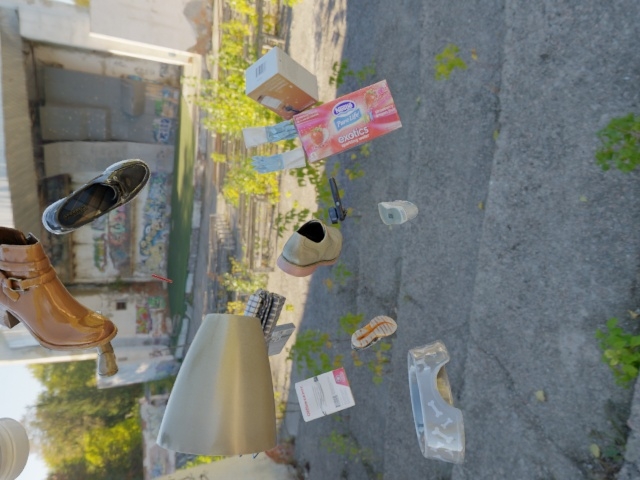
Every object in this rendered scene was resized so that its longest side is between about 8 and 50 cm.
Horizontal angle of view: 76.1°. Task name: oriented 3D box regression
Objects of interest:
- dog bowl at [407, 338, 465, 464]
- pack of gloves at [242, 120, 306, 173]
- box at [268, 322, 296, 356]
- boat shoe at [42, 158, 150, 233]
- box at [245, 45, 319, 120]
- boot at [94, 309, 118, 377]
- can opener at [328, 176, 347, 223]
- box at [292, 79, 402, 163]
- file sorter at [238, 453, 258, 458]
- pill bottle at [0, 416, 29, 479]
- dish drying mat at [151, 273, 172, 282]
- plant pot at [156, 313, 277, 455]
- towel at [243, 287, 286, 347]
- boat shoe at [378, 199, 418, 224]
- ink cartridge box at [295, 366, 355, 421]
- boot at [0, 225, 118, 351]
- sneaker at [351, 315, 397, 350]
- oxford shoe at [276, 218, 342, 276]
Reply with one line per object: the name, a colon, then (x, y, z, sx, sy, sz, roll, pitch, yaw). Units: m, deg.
dog bowl: (0.335, 0.478, 1.227, 0.349, 0.102, 0.348, -5, -90, -86)
pack of gloves: (-0.191, -0.389, 1.708, 0.046, 0.232, 0.195, -102, 2, -72)
box: (-0.214, 0.473, 1.931, 0.038, 0.145, 0.186, 45, 118, 33)
boat shoe: (-0.418, -0.091, 0.791, 0.076, 0.228, 0.080, -1, 122, 44)
box: (-0.108, -0.440, 1.166, 0.130, 0.170, 0.091, -21, 65, 36)
boot: (-1.055, 0.497, 1.964, 0.236, 0.089, 0.269, 17, 119, 58)
can opener: (0.060, -0.158, 1.579, 0.059, 0.073, 0.186, 108, 154, -77)
box: (0.077, -0.362, 1.271, 0.142, 0.300, 0.154, -114, 3, -82)
file sorter: (-0.253, 0.552, 1.184, 0.104, 0.170, 0.118, 42, -130, -77)
pill bottle: (-0.912, 0.540, 0.923, 0.408, 0.229, 0.229, 33, -129, -73)
dish drying mat: (-0.639, 0.152, 1.649, 0.032, 0.083, 0.008, 10, 78, 65)
plant pot: (-0.217, 0.311, 0.932, 0.256, 0.256, 0.274, 153, 123, -61)
towel: (-0.196, 0.280, 1.343, 0.283, 0.121, 0.235, 134, 155, -84)
boat shoe: (0.265, -0.097, 1.393, 0.227, 0.081, 0.079, -148, 42, -76)
ink cartridge box: (0.022, 0.710, 1.887, 0.100, 0.237, 0.172, 72, 179, -68)
boot: (-0.556, 0.095, 0.840, 0.109, 0.283, 0.220, -55, -20, -63)
sneaker: (0.202, 0.361, 1.584, 0.084, 0.215, 0.083, 56, 150, 31)
oxford shoe: (0.000, 0.000, 1.378, 0.140, 0.397, 0.146, 27, 113, 12)
